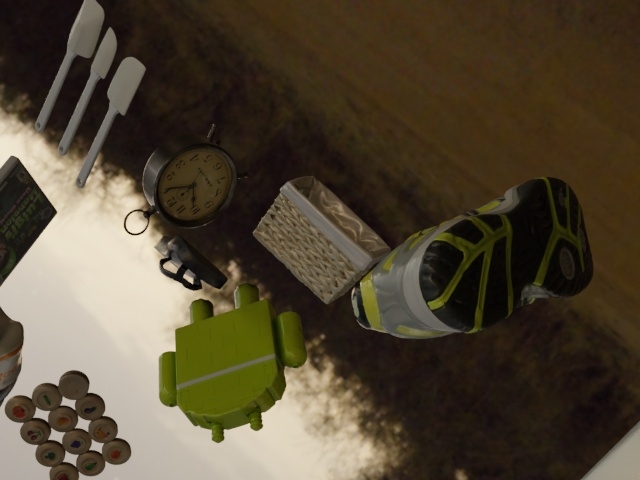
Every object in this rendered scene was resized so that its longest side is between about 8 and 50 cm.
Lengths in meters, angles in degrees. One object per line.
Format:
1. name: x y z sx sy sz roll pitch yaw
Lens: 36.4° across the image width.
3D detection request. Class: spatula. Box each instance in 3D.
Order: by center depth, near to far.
1. spatula: -0.335 -0.207 1.388 0.019 0.242 0.168 -17 -120 -48

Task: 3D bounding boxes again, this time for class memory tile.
1. memory tile: -0.310 0.235 1.200 0.012 0.113 0.148 -109 -6 -66

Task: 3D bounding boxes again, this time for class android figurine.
1. android figurine: -0.142 0.192 1.531 0.056 0.248 0.273 64 -171 -45

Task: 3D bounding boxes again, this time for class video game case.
1. video game case: -0.539 -0.023 1.647 0.022 0.190 0.173 23 156 21

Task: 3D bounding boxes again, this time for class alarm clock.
1. alarm clock: -0.201 -0.075 1.377 0.064 0.192 0.129 36 162 46

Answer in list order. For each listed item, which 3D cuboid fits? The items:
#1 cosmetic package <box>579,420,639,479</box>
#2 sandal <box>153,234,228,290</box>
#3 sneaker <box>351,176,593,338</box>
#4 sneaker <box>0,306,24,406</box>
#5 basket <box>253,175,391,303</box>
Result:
1. cosmetic package: 0.249 0.210 0.591 0.197 0.365 0.155 45 -176 30
2. sandal: -0.195 0.042 1.402 0.097 0.054 0.254 42 170 -12
3. sneaker: 0.182 0.017 1.093 0.385 0.147 0.145 -9 -94 -49
4. sneaker: -0.391 0.026 0.837 0.321 0.127 0.126 37 -144 -8
5. basket: 0.000 0.000 1.403 0.167 0.103 0.113 43 -162 9
